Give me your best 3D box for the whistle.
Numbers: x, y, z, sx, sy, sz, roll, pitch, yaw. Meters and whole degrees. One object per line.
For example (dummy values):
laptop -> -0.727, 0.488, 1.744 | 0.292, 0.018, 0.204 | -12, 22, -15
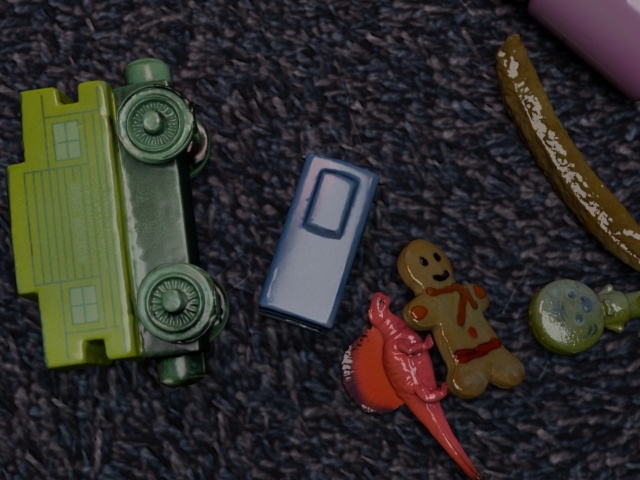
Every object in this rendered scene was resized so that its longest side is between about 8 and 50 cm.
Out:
whistle -> 0.382, 0.098, 1.441 | 0.198, 0.057, 0.104 | -10, 75, -11

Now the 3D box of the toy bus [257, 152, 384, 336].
toy bus -> 0.000, 0.000, 1.401 | 0.116, 0.133, 0.234 | 18, 81, 2

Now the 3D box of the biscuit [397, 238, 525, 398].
biscuit -> 0.178, 0.101, 1.401 | 0.153, 0.030, 0.234 | -8, 64, -41

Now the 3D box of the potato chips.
potato chips -> 0.355, -0.101, 1.459 | 0.057, 0.080, 0.407 | -29, 81, -23

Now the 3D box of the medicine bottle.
medicine bottle -> 0.391, -0.349, 1.449 | 0.290, 0.178, 0.178 | 42, 82, 6

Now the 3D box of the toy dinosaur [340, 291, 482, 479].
toy dinosaur -> 0.107, 0.212, 1.412 | 0.139, 0.070, 0.286 | -20, 85, 6

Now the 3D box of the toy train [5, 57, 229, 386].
toy train -> -0.271, -0.018, 1.384 | 0.272, 0.179, 0.442 | -8, 82, 3
